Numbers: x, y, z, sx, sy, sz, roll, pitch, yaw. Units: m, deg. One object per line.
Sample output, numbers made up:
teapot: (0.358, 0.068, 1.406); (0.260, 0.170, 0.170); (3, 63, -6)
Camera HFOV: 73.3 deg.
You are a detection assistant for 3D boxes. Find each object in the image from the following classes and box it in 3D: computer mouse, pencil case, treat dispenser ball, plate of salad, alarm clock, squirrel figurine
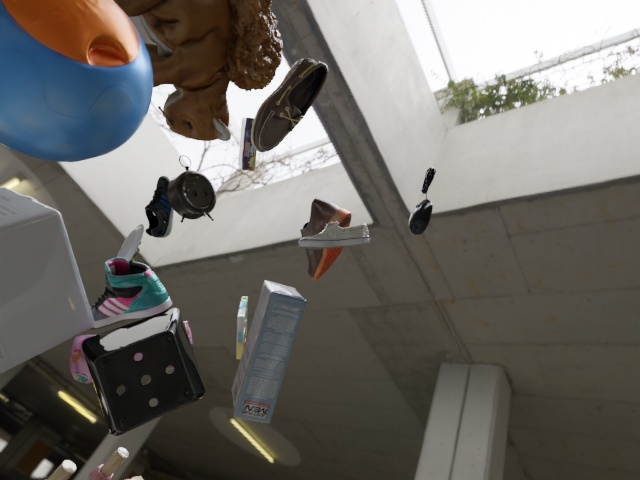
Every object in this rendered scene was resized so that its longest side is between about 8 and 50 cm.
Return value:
computer mouse: (0.280, -0.116, 1.183); (0.041, 0.242, 0.071); (22, -36, -5)
pencil case: (-0.466, 0.280, 1.086); (0.283, 0.124, 0.124); (-5, -41, -15)
treat dispenser ball: (-0.422, -0.271, 0.689); (0.287, 0.288, 0.288); (16, -44, 16)
plate of salad: (-0.712, 0.031, 1.626); (0.048, 0.200, 0.199); (32, -37, -34)
alarm clock: (-0.353, -0.146, 1.182); (0.064, 0.129, 0.192); (-22, -98, 38)
squirrel figurine: (-0.263, -0.443, 1.067); (0.281, 0.396, 0.371); (-129, -157, -55)

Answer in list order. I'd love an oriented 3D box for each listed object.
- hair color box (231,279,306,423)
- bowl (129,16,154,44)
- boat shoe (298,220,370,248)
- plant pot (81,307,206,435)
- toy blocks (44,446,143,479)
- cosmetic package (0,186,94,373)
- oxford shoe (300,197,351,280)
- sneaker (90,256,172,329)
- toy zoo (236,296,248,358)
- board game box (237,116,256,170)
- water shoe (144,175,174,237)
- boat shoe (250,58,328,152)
hair color box: (-0.163, 0.328, 1.310); (0.113, 0.375, 0.185); (17, 1, -15)
bowl: (-0.562, -0.594, 1.220); (0.134, 0.297, 0.298); (29, -34, 45)
boat shoe: (0.018, -0.008, 0.583); (0.100, 0.035, 0.035); (-5, -5, -11)
plant pot: (-0.314, 0.240, 0.778); (0.167, 0.188, 0.188); (-21, -92, 66)
toy blocks: (-0.656, 0.808, 1.207); (0.309, 0.260, 0.288); (42, -3, 23)
cosmetic package: (-0.815, 0.106, 0.978); (0.329, 0.393, 0.328); (17, -59, 35)
oxford shoe: (0.000, 0.000, 1.435); (0.132, 0.130, 0.364); (35, -40, 15)
sneaker: (-0.590, 0.143, 1.226); (0.295, 0.124, 0.179); (-13, -75, 6)
toy zoo: (-0.343, 0.383, 1.878); (0.030, 0.293, 0.193); (2, -77, -7)
board game box: (-0.246, -0.330, 1.461); (0.048, 0.141, 0.171); (4, -77, -16)
water shoe: (-0.513, -0.111, 1.370); (0.072, 0.080, 0.203); (-4, -95, 29)
boat shoe: (-0.092, -0.403, 1.294); (0.096, 0.325, 0.116); (28, -8, 47)
